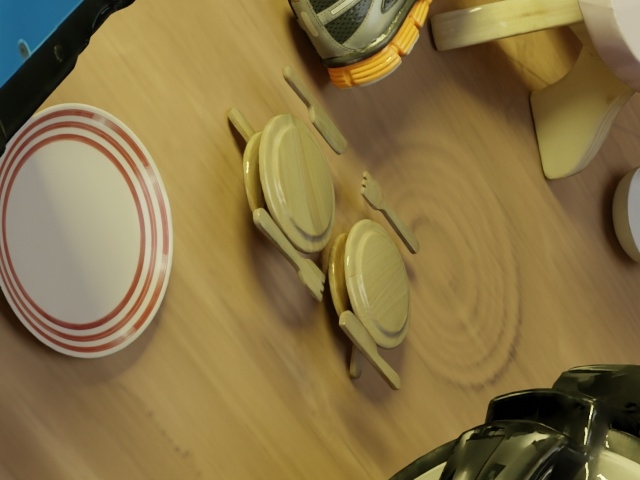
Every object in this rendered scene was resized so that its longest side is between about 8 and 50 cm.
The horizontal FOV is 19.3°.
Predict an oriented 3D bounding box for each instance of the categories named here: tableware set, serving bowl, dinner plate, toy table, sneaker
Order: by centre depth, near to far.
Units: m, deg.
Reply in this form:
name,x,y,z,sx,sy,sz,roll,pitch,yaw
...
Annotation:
name,x,y,z,sx,sy,sz,roll,pitch,yaw
dinner plate,-0.134,-0.005,1.042,0.141,0.017,0.141,11,76,-49
tableware set,0.000,0.000,1.192,0.194,0.039,0.128,52,36,-40
sneaker,0.046,-0.202,1.245,0.083,0.084,0.215,46,52,-31
toy table,0.217,-0.178,1.389,0.274,0.160,0.252,1,84,-50
serving bowl,0.258,-0.019,1.519,0.083,0.027,0.083,11,76,-49

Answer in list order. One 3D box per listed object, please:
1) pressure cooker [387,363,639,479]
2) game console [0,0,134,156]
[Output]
name,x,y,z,sx,sy,sz,roll,pitch,yaw
pressure cooker,0.168,0.308,1.097,0.420,0.375,0.370,33,21,-43
game console,-0.180,-0.111,0.821,0.293,0.173,0.250,-63,135,-57
